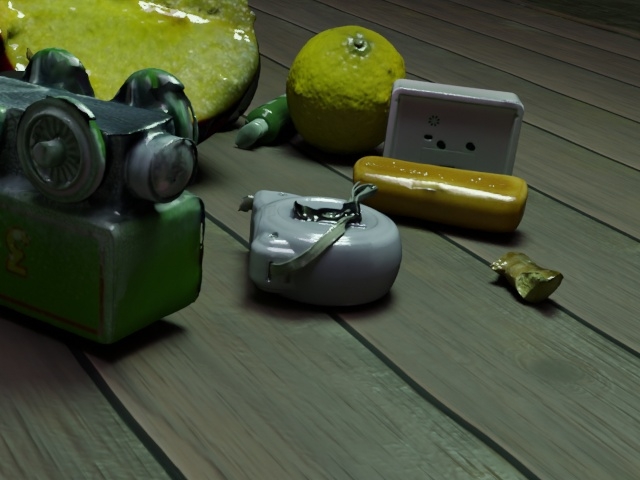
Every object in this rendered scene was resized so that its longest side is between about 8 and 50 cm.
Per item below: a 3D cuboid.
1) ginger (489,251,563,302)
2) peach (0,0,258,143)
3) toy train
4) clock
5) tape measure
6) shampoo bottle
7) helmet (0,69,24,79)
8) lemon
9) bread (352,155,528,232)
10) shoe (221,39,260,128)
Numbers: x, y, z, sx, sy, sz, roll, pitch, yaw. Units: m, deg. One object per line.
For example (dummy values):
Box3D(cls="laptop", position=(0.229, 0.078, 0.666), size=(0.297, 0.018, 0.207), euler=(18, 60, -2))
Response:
Box3D(cls="ginger", position=(0.244, 0.042, 1.383), size=(0.057, 0.044, 0.137), euler=(-28, 21, -8))
Box3D(cls="peach", position=(-0.295, -0.279, 1.623), size=(0.416, 0.339, 0.353), euler=(14, -7, 18))
Box3D(cls="toy train", position=(-0.257, -0.050, 1.147), size=(0.307, 0.249, 0.173), euler=(17, 24, 27))
Box3D(cls="clock", position=(0.196, -0.156, 1.756), size=(0.197, 0.150, 0.063), euler=(7, 23, 0))
Box3D(cls="tape measure", position=(0.003, -0.001, 1.320), size=(0.178, 0.105, 0.196), euler=(4, 19, -11))
Box3D(cls="shampoo bottle", position=(-0.080, -0.196, 1.908), size=(0.065, 0.065, 0.204), euler=(13, 20, 15))
Box3D(cls="helmet", position=(-0.351, -0.102, 1.385), size=(0.189, 0.193, 0.216), euler=(23, -17, 35))
Box3D(cls="lemon", position=(0.040, -0.237, 1.842), size=(0.192, 0.231, 0.192), euler=(4, 53, -5))
Box3D(cls="bread", position=(0.161, -0.061, 1.589), size=(0.239, 0.074, 0.092), euler=(10, 36, 13))
Box3D(cls="shoe", position=(-0.235, -0.349, 1.854), size=(0.237, 0.384, 0.171), euler=(20, 54, 35))
